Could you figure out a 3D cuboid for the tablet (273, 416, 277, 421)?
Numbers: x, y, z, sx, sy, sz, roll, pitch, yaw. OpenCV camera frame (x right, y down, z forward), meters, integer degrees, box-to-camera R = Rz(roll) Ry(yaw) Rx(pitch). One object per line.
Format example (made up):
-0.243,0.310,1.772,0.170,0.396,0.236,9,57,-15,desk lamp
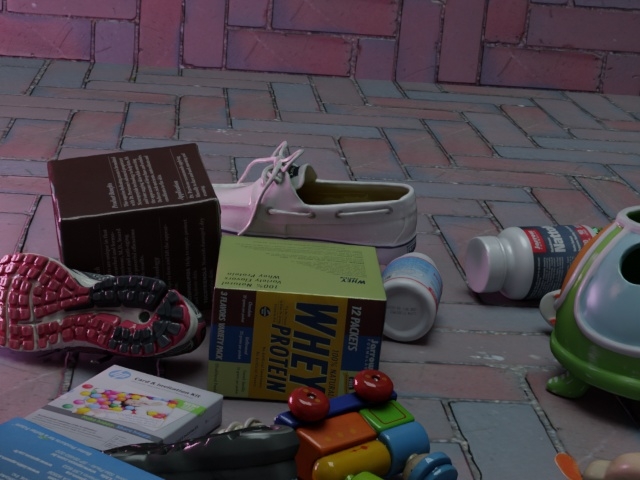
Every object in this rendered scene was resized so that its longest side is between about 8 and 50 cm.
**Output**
-0.006,0.205,1.490,0.083,0.006,0.054,-1,18,-18,tablet

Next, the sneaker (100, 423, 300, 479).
-0.138,0.233,1.218,0.267,0.106,0.101,-11,-3,29,sneaker

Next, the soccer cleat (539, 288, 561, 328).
0.394,0.109,1.816,0.196,0.068,0.076,11,4,16,soccer cleat

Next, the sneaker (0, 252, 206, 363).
-0.283,0.095,1.627,0.299,0.120,0.112,11,-11,21,sneaker

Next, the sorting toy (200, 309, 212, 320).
-0.144,0.059,1.873,0.307,0.041,0.229,9,22,12,sorting toy

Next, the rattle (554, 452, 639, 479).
0.293,0.279,1.297,0.200,0.142,0.130,1,-22,43,rattle

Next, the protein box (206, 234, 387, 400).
-0.031,0.093,1.621,0.200,0.135,0.201,4,17,-3,protein box

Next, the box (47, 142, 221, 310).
-0.240,-0.009,1.754,0.203,0.167,0.168,-8,33,-11,box

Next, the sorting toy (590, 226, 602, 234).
0.455,-0.011,2.278,0.062,0.012,0.083,9,18,13,sorting toy

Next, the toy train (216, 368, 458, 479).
0.007,0.222,1.310,0.248,0.105,0.143,-11,36,-40,toy train

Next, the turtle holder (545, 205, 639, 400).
0.428,0.093,1.590,0.243,0.227,0.320,-5,20,-29,turtle holder

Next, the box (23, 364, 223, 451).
-0.210,0.194,1.422,0.145,0.038,0.186,13,18,23,box

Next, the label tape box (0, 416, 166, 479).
-0.278,0.269,1.052,0.241,0.105,0.334,16,21,32,label tape box

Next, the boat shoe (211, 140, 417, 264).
-0.041,-0.068,1.919,0.367,0.156,0.136,9,32,9,boat shoe

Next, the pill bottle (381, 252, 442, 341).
0.119,0.070,1.813,0.087,0.087,0.160,7,18,8,pill bottle

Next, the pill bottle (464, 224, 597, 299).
0.308,0.032,1.951,0.180,0.107,0.108,-2,19,-20,pill bottle
